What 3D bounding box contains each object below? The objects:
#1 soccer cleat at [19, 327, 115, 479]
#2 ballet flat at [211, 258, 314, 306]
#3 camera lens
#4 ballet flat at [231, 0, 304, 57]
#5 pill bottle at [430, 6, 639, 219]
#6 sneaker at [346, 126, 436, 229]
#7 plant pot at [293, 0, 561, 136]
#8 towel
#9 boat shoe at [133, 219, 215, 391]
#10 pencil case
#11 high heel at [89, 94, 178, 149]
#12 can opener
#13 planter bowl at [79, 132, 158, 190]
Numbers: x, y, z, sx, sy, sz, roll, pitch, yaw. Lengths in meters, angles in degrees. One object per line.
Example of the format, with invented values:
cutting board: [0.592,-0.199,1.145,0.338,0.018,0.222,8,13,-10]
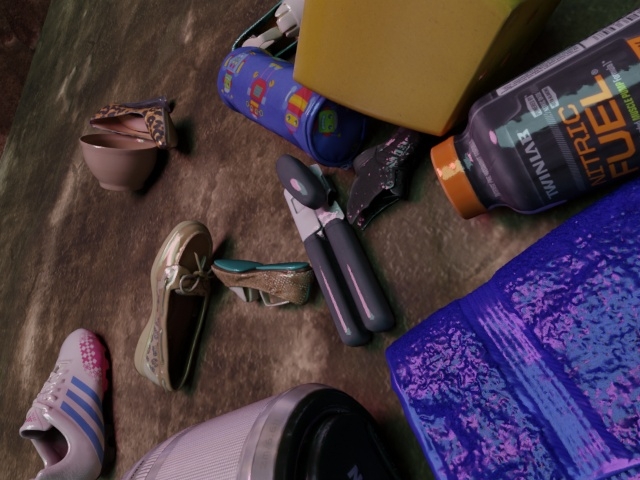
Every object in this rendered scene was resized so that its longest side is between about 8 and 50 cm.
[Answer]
soccer cleat: [-0.498,0.308,0.792,0.116,0.143,0.331,-44,52,18]
ballet flat: [-0.095,0.065,0.615,0.206,0.073,0.067,1,98,42]
camera lens: [-0.063,0.285,0.410,0.275,0.220,0.219,-30,58,27]
ballet flat: [-0.071,-0.379,0.732,0.248,0.083,0.087,-21,30,36]
pill bottle: [0.232,-0.106,0.376,0.246,0.131,0.130,-27,60,29]
sneaker: [0.100,-0.091,0.528,0.170,0.051,0.089,-30,58,32]
plant pot: [0.122,-0.241,0.433,0.187,0.212,0.212,43,59,15]
towel: [0.214,0.113,0.348,0.308,0.076,0.227,-41,55,20]
boat shoe: [-0.230,0.109,0.689,0.090,0.105,0.284,17,96,36]
pencil case: [-0.046,-0.220,0.639,0.306,0.133,0.119,40,125,41]
high heel: [-0.425,-0.245,0.909,0.187,0.093,0.261,-19,42,-11]
can opener: [0.000,0.000,0.542,0.076,0.095,0.283,-38,55,23]
planter bowl: [-0.462,-0.179,0.943,0.162,0.162,0.109,31,122,40]
